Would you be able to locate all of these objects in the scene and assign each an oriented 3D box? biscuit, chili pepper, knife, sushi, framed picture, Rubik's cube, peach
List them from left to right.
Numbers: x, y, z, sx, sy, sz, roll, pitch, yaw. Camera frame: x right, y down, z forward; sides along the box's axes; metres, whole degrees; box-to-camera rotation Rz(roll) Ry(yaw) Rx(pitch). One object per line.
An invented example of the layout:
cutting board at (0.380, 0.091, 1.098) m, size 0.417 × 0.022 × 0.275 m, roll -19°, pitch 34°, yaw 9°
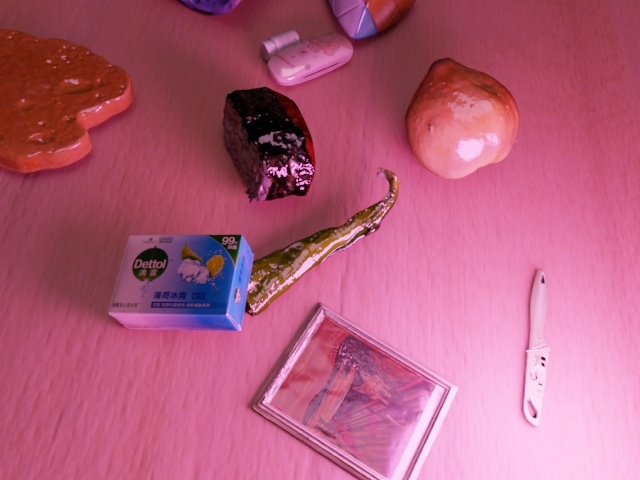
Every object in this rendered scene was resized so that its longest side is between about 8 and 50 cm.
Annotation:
biscuit at (-0.542, -0.261, 1.049) m, size 0.352 × 0.057 × 0.311 m, roll 8°, pitch 61°, yaw -3°
sushi at (-0.098, -0.181, 1.033) m, size 0.126 × 0.136 × 0.225 m, roll -6°, pitch 57°, yaw -22°
chili pepper at (0.001, 0.000, 0.982) m, size 0.359 × 0.076 × 0.085 m, roll -36°, pitch 76°, yaw -18°
framed picture at (0.061, 0.247, 0.889) m, size 0.273 × 0.016 × 0.216 m, roll 30°, pitch 61°, yaw 8°
Rubik's cube at (0.120, -0.609, 1.309) m, size 0.255 × 0.254 × 0.254 m, roll 4°, pitch 61°, yaw -7°
peach at (0.266, -0.239, 1.080) m, size 0.233 × 0.232 × 0.232 m, roll 4°, pitch 61°, yaw -7°
knife at (0.379, 0.178, 0.978) m, size 0.043 × 0.020 × 0.293 m, roll 19°, pitch 60°, yaw -1°

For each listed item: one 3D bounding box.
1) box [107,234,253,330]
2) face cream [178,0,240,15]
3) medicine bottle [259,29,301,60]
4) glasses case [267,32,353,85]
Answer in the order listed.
box at (-0.214, 0.065, 0.882) m, size 0.194 × 0.073 × 0.139 m, roll -1°, pitch 60°, yaw 11°
face cream at (-0.221, -0.646, 1.206) m, size 0.249 × 0.249 × 0.225 m, roll 26°, pitch 63°, yaw 6°
medicine bottle at (-0.087, -0.422, 1.218) m, size 0.083 × 0.047 × 0.047 m, roll -29°, pitch 69°, yaw -21°
glasses case at (-0.020, -0.392, 1.209) m, size 0.204 × 0.051 × 0.081 m, roll -31°, pitch 72°, yaw -23°
